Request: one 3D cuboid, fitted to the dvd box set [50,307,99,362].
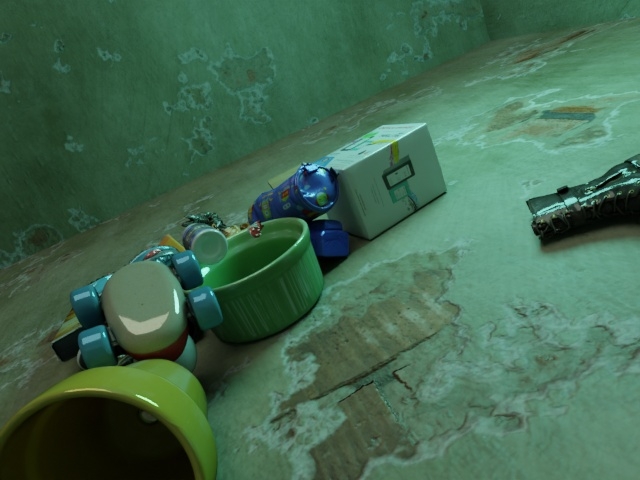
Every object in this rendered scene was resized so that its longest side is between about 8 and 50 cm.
[{"bbox_3d":[-0.548,0.171,1.371,0.308,0.062,0.420,-30,14,-14],"label":"dvd box set"}]

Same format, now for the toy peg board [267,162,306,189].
[{"bbox_3d":[-0.088,-0.194,1.839,0.161,0.079,0.160,-28,37,-9],"label":"toy peg board"}]

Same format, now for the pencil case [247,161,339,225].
[{"bbox_3d":[-0.076,-0.097,1.266,0.120,0.133,0.306,-14,-6,-34],"label":"pencil case"}]

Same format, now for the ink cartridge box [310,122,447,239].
[{"bbox_3d":[0.150,-0.164,1.318,0.270,0.197,0.198,-31,23,-20],"label":"ink cartridge box"}]

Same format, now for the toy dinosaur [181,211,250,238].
[{"bbox_3d":[-0.286,0.010,1.504,0.219,0.164,0.322,18,26,39],"label":"toy dinosaur"}]

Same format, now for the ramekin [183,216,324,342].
[{"bbox_3d":[-0.140,0.086,1.100,0.304,0.148,0.303,-20,21,8],"label":"ramekin"}]

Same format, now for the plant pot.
[{"bbox_3d":[-0.258,0.276,0.676,0.254,0.253,0.239,-24,5,0],"label":"plant pot"}]

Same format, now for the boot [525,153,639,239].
[{"bbox_3d":[0.493,-0.053,0.880,0.229,0.091,0.263,-23,16,17],"label":"boot"}]

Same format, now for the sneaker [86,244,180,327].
[{"bbox_3d":[-0.405,0.113,1.139,0.262,0.125,0.104,-40,-18,-40],"label":"sneaker"}]

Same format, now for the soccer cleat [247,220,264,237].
[{"bbox_3d":[-0.150,-0.021,1.120,0.036,0.029,0.083,-28,17,13],"label":"soccer cleat"}]

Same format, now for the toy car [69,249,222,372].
[{"bbox_3d":[-0.296,0.178,0.915,0.219,0.237,0.210,-21,43,-19],"label":"toy car"}]

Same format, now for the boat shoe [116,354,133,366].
[{"bbox_3d":[-0.447,0.319,0.935,0.324,0.122,0.120,-29,15,-36],"label":"boat shoe"}]

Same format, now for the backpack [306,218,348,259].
[{"bbox_3d":[0.000,0.000,1.216,0.098,0.101,0.120,7,-8,-40],"label":"backpack"}]

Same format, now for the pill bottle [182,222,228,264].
[{"bbox_3d":[-0.260,0.003,1.104,0.078,0.078,0.137,-32,22,-19],"label":"pill bottle"}]

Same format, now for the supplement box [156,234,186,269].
[{"bbox_3d":[-0.352,0.073,1.325,0.233,0.080,0.078,32,79,41],"label":"supplement box"}]

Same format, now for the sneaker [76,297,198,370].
[{"bbox_3d":[-0.403,0.219,1.117,0.296,0.104,0.147,-25,16,-14],"label":"sneaker"}]
